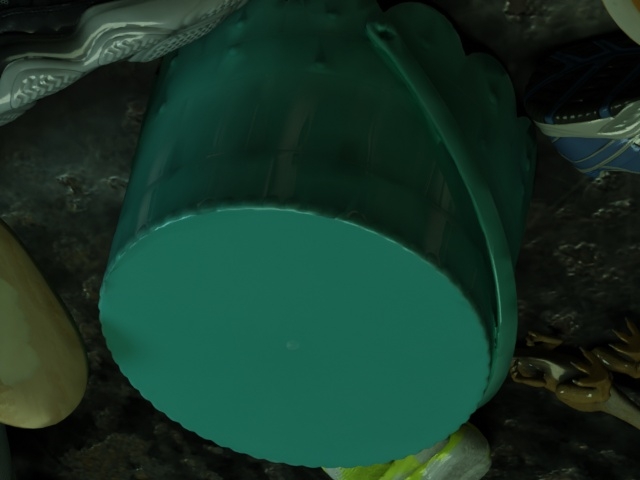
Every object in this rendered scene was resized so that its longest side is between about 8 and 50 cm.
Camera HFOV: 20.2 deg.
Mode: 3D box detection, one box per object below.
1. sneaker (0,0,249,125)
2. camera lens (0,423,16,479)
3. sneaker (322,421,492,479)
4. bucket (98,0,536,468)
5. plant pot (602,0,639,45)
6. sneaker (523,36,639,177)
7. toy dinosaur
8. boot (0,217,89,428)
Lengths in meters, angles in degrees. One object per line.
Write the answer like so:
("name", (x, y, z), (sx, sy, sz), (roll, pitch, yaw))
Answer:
("sneaker", (-0.159, -0.166, 1.045), (0.268, 0.101, 0.153), (-25, 92, -1))
("camera lens", (-0.345, 0.163, 1.346), (0.219, 0.219, 0.274), (7, 136, 7))
("sneaker", (0.046, 0.124, 1.317), (0.091, 0.126, 0.240), (-37, 153, 7))
("bucket", (0.000, 0.000, 1.123), (0.281, 0.183, 0.281), (7, 138, 7))
("plant pot", (0.204, -0.190, 0.876), (0.205, 0.188, 0.205), (7, 136, 7))
("sneaker", (0.232, -0.084, 1.069), (0.211, 0.080, 0.081), (-3, 141, 30))
("toy dinosaur", (0.199, 0.106, 1.287), (0.211, 0.064, 0.112), (28, 153, -2))
("boot", (-0.256, -0.002, 1.160), (0.295, 0.211, 0.104), (43, 89, -2))
